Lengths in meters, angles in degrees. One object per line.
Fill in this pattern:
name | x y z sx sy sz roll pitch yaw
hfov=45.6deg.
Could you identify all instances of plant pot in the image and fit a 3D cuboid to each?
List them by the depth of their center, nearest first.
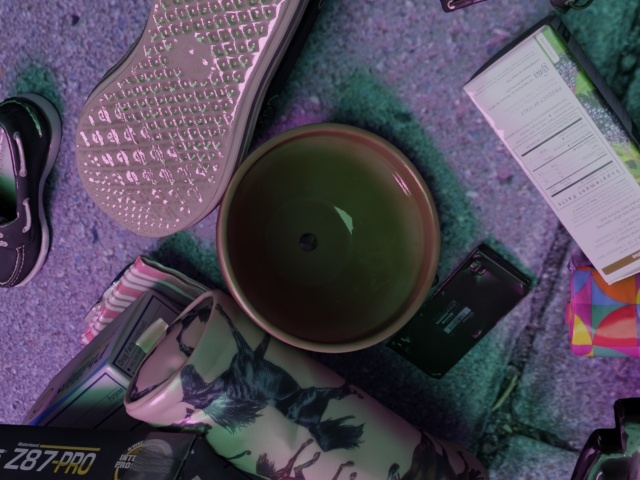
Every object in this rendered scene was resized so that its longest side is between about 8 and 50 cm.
plant pot | 0.000 0.000 0.822 0.237 0.237 0.110 53 164 -6

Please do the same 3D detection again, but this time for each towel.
towel | -0.220 0.113 1.013 0.144 0.029 0.197 30 124 -18

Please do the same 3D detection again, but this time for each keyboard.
keyboard | 0.145 0.077 0.879 0.108 0.023 0.180 35 121 -3

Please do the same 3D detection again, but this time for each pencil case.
pencil case | 0.358 0.069 0.744 0.237 0.104 0.104 0 113 23
pencil case | -0.015 0.212 0.853 0.410 0.159 0.183 35 161 -15

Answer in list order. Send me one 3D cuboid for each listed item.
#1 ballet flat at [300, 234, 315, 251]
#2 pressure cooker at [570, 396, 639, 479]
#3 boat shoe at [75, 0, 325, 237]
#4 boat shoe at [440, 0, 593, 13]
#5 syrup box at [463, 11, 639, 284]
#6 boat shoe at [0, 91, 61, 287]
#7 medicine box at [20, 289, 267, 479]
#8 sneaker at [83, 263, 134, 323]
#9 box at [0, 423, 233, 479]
ballet flat | -0.033 0.022 0.916 0.114 0.041 0.041 -16 106 28
pressure cooker | 0.423 0.315 0.646 0.421 0.369 0.375 -6 136 17
boat shoe | -0.121 -0.176 0.802 0.187 0.156 0.500 37 133 -1
boat shoe | 0.209 -0.239 0.675 0.229 0.080 0.076 0 119 24
syrup box | 0.247 -0.087 0.718 0.096 0.093 0.237 -35 97 31
boat shoe | -0.426 -0.052 1.015 0.114 0.091 0.302 23 120 12
medicine box | -0.206 0.254 0.997 0.289 0.149 0.263 41 123 -15
sneaker | -0.269 0.082 1.043 0.058 0.052 0.135 38 130 -9
box | -0.206 0.367 0.893 0.318 0.097 0.394 -3 131 28
